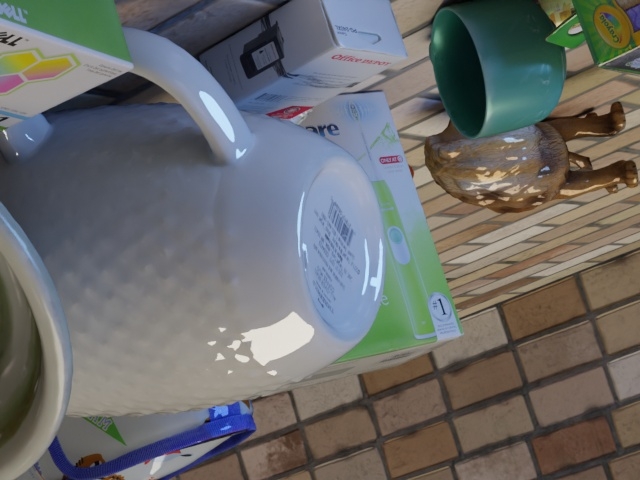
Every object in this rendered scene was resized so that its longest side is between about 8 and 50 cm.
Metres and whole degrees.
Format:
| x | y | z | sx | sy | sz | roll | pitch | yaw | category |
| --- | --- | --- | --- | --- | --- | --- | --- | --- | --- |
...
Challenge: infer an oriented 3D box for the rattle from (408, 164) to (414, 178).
| x | y | z | sx | sy | sz | roll | pitch | yaw | category |
| --- | --- | --- | --- | --- | --- | --- | --- | --- | --- |
| 0.031 | -0.064 | 2.012 | 0.143 | 0.130 | 0.199 | -9 | -163 | 13 | rattle |

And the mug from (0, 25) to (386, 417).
| x | y | z | sx | sy | sz | roll | pitch | yaw | category |
| --- | --- | --- | --- | --- | --- | --- | --- | --- | --- |
| -0.141 | -0.021 | 1.401 | 0.328 | 0.374 | 0.276 | -3 | -141 | 27 | mug |

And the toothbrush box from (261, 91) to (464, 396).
| x | y | z | sx | sy | sz | roll | pitch | yaw | category |
| --- | --- | --- | --- | --- | --- | --- | --- | --- | --- |
| 0.000 | 0.000 | 1.720 | 0.206 | 0.283 | 0.122 | -8 | 164 | -37 | toothbrush box |

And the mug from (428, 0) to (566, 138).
| x | y | z | sx | sy | sz | roll | pitch | yaw | category |
| --- | --- | --- | --- | --- | --- | --- | --- | --- | --- |
| 0.170 | -0.179 | 1.569 | 0.097 | 0.157 | 0.129 | -14 | 143 | -14 | mug |

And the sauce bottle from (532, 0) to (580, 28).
| x | y | z | sx | sy | sz | roll | pitch | yaw | category |
| --- | --- | --- | --- | --- | --- | --- | --- | --- | --- |
| 0.266 | -0.235 | 1.609 | 0.128 | 0.042 | 0.042 | -18 | 168 | 2 | sauce bottle |

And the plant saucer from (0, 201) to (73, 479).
| x | y | z | sx | sy | sz | roll | pitch | yaw | category |
| --- | --- | --- | --- | --- | --- | --- | --- | --- | --- |
| -0.365 | 0.028 | 1.302 | 0.400 | 0.400 | 0.100 | -25 | -159 | 35 | plant saucer |

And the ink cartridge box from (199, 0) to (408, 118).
| x | y | z | sx | sy | sz | roll | pitch | yaw | category |
| --- | --- | --- | --- | --- | --- | --- | --- | --- | --- |
| -0.015 | -0.166 | 1.470 | 0.150 | 0.063 | 0.109 | -25 | 165 | 35 | ink cartridge box |

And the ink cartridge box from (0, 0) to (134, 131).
| x | y | z | sx | sy | sz | roll | pitch | yaw | category |
| --- | --- | --- | --- | --- | --- | --- | --- | --- | --- |
| -0.184 | -0.173 | 1.113 | 0.255 | 0.097 | 0.189 | -21 | 168 | 21 | ink cartridge box |

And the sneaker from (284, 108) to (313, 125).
| x | y | z | sx | sy | sz | roll | pitch | yaw | category |
| --- | --- | --- | --- | --- | --- | --- | --- | --- | --- |
| -0.022 | -0.140 | 1.590 | 0.152 | 0.061 | 0.053 | -19 | 167 | 0 | sneaker |

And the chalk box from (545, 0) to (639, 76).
| x | y | z | sx | sy | sz | roll | pitch | yaw | category |
| --- | --- | --- | --- | --- | --- | --- | --- | --- | --- |
| 0.299 | -0.231 | 1.460 | 0.213 | 0.132 | 0.132 | -23 | 168 | 30 | chalk box |

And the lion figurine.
| x | y | z | sx | sy | sz | roll | pitch | yaw | category |
| --- | --- | --- | --- | --- | --- | --- | --- | --- | --- |
| 0.247 | -0.095 | 2.009 | 0.240 | 0.142 | 0.392 | -10 | 173 | 3 | lion figurine |

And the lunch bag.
| x | y | z | sx | sy | sz | roll | pitch | yaw | category |
| --- | --- | --- | --- | --- | --- | --- | --- | --- | --- |
| -0.231 | 0.102 | 1.775 | 0.239 | 0.327 | 0.385 | -11 | 169 | -34 | lunch bag |
